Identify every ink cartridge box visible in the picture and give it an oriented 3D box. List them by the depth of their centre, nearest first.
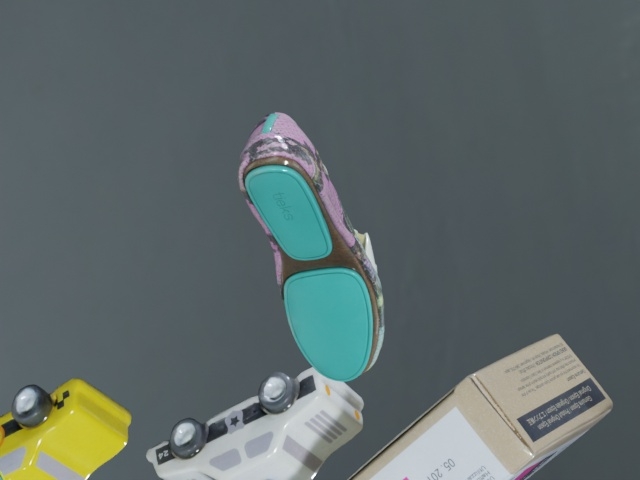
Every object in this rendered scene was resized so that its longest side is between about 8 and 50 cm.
[{"bbox_3d":[0.111,0.194,1.605,0.088,0.235,0.193,52,28,11],"label":"ink cartridge box"}]

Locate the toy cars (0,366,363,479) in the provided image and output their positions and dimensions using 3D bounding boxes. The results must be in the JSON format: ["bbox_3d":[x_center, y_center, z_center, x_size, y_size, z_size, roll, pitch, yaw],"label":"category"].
[{"bbox_3d":[-0.151,0.194,1.627,0.394,0.176,0.087,-2,51,-16],"label":"toy cars"}]

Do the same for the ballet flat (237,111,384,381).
[{"bbox_3d":[0.000,0.000,1.341,0.079,0.077,0.221,-74,151,-45],"label":"ballet flat"}]

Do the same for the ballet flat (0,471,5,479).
[{"bbox_3d":[-0.274,0.215,1.098,0.077,0.077,0.231,44,68,-15],"label":"ballet flat"}]
